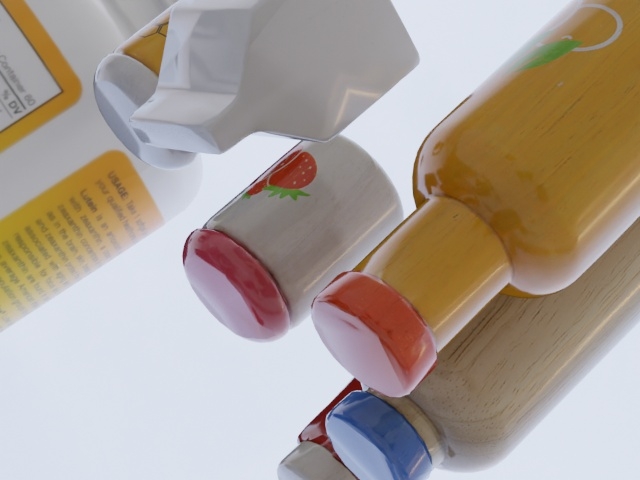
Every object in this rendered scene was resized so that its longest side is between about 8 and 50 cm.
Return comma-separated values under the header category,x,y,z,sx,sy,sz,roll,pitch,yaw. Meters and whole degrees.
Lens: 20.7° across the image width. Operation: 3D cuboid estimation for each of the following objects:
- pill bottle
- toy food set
category,x,y,z,sx,sy,sz,roll,pitch,yaw
pill bottle,-0.138,-0.042,0.769,0.246,0.136,0.136,-34,-100,-7
toy food set,0.000,0.000,0.424,0.104,0.232,0.111,-42,-62,-23
